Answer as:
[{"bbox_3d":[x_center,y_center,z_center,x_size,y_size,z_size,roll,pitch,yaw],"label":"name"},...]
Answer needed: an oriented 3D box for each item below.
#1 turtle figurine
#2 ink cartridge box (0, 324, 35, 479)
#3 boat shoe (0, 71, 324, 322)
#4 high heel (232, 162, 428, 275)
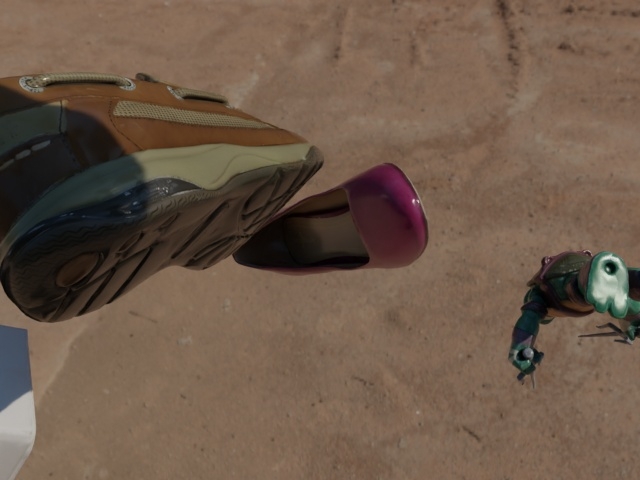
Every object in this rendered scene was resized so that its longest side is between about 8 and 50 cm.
[{"bbox_3d":[0.254,0.066,0.688,0.175,0.234,0.118,-19,77,-14],"label":"turtle figurine"},{"bbox_3d":[-0.375,0.143,0.498,0.272,0.198,0.115,19,30,-36],"label":"ink cartridge box"},{"bbox_3d":[-0.093,-0.052,0.440,0.120,0.122,0.324,49,15,5],"label":"boat shoe"},{"bbox_3d":[0.000,0.000,0.867,0.181,0.127,0.377,-19,-2,-14],"label":"high heel"}]
